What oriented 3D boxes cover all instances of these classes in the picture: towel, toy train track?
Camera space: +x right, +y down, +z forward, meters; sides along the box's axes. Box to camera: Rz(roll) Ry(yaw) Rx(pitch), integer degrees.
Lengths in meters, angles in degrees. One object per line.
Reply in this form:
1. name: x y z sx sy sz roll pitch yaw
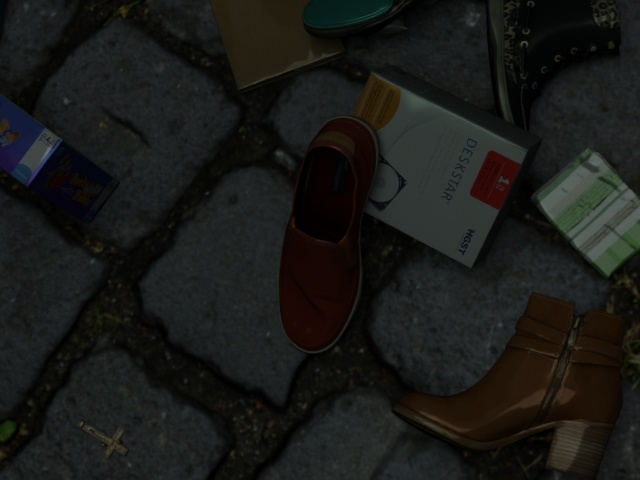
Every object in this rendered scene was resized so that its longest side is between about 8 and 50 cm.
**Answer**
1. towel: 0.371 -0.037 1.771 0.113 0.023 0.152 -41 77 2
2. toy train track: -0.302 0.271 1.822 0.083 0.014 0.048 28 84 15

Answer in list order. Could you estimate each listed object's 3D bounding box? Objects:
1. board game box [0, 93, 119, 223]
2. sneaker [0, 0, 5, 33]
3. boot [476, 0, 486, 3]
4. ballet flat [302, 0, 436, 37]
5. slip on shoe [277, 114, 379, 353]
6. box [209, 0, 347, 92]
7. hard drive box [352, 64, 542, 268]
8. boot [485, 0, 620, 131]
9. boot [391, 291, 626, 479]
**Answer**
1. board game box: -0.465 -0.172 1.830 0.347 0.233 0.078 36 87 14
2. sneaker: -0.511 -0.387 1.959 0.092 0.087 0.228 11 78 14
3. boot: 0.273 -0.383 1.844 0.158 0.059 0.084 -13 64 7
4. ballet flat: 0.114 -0.339 1.823 0.280 0.096 0.095 -25 56 18
5. slip on shoe: 0.000 0.000 1.733 0.123 0.101 0.331 19 113 17
6. box: -0.070 -0.330 1.904 0.164 0.021 0.201 -20 76 5
7. hard drive box: 0.147 -0.101 1.751 0.232 0.089 0.181 27 111 14
8. boot: 0.320 -0.238 1.787 0.179 0.085 0.236 -7 79 5
9. boot: 0.249 0.170 1.699 0.284 0.109 0.220 12 82 10
